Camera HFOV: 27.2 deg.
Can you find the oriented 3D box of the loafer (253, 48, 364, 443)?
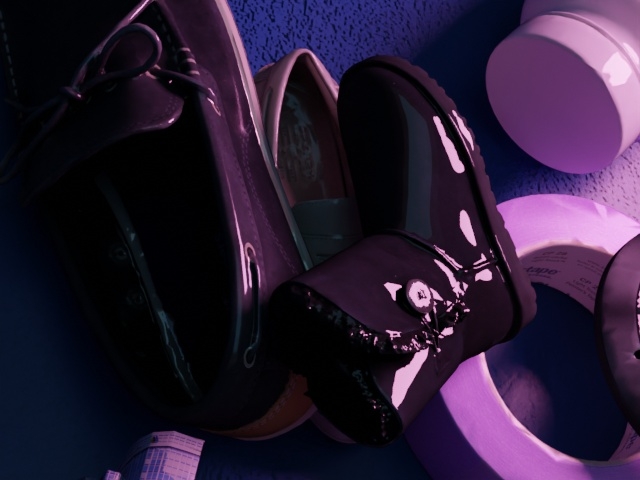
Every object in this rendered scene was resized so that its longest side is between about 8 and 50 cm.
[{"bbox_3d":[0.000,0.000,1.051,0.112,0.111,0.319,-9,71,-23],"label":"loafer"}]

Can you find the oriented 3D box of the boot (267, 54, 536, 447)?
[{"bbox_3d":[0.038,0.000,0.934,0.207,0.094,0.246,-28,92,-47],"label":"boot"}]

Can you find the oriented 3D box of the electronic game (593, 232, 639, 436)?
[{"bbox_3d":[0.319,0.090,1.062,0.229,0.048,0.229,10,62,-20],"label":"electronic game"}]

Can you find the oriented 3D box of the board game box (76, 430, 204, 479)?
[{"bbox_3d":[-0.145,0.213,0.871,0.060,0.194,0.194,23,38,-11],"label":"board game box"}]

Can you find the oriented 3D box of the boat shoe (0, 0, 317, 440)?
[{"bbox_3d":[-0.144,-0.082,0.982,0.156,0.187,0.500,-2,65,-64],"label":"boat shoe"}]

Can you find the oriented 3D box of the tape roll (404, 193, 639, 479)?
[{"bbox_3d":[0.198,0.103,1.092,0.275,0.090,0.274,8,65,-18],"label":"tape roll"}]

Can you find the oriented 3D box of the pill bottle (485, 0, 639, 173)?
[{"bbox_3d":[0.305,-0.210,1.212,0.188,0.188,0.334,46,61,4],"label":"pill bottle"}]
